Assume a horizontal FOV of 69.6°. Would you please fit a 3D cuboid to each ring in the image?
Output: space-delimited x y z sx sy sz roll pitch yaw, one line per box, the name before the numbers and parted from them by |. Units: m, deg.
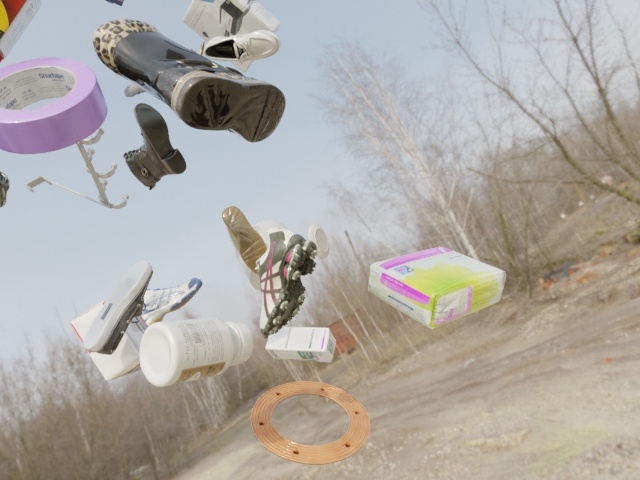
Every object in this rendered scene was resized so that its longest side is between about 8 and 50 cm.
ring | -0.028 0.506 1.289 0.335 0.032 0.337 4 18 -1

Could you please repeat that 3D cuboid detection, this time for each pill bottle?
pill bottle | -0.266 0.239 1.022 0.131 0.131 0.229 -35 -23 30

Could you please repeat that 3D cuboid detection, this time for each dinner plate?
dinner plate | 0.000 0.000 1.735 0.017 0.141 0.141 -20 -7 27

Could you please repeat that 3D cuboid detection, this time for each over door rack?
over door rack | -0.697 -0.228 1.266 0.240 0.323 0.108 89 -161 -45

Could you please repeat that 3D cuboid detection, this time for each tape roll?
tape roll | -0.204 0.064 1.864 0.245 0.169 0.246 -19 -45 -20
tape roll | -0.662 -0.326 1.094 0.274 0.275 0.090 -24 -35 -21

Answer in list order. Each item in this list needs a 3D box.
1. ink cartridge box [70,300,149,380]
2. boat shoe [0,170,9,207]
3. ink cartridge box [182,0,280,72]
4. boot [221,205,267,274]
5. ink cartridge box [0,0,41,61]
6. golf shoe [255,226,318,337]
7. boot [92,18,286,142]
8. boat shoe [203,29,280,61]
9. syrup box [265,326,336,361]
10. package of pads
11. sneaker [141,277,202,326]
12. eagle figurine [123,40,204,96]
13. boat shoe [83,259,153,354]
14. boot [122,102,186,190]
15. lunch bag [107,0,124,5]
ink cartridge box | -0.525 0.260 1.216 0.100 0.172 0.237 -35 -6 -10
boat shoe | -1.161 -0.204 1.608 0.335 0.121 0.119 -37 10 44
ink cartridge box | -0.348 -0.862 1.820 0.223 0.307 0.129 -42 19 35
boot | -0.259 0.021 1.648 0.095 0.262 0.203 -32 -12 -13
ink cartridge box | -0.949 -0.630 1.184 0.130 0.309 0.272 2 65 63
golf shoe | -0.095 0.098 1.067 0.105 0.120 0.273 -14 -49 -54
boot | -0.260 -0.337 0.989 0.138 0.284 0.377 -62 -16 21
boat shoe | -0.273 -0.666 1.588 0.267 0.088 0.096 4 -51 7
syrup box | -0.070 0.382 1.698 0.236 0.097 0.093 -2 -38 21
package of pads | 0.308 0.110 1.199 0.296 0.101 0.229 -12 25 -35
sneaker | -0.576 0.210 1.680 0.296 0.131 0.112 -37 -6 -21
eagle figurine | -0.599 -0.639 1.710 0.297 0.227 0.225 10 -33 -4
boat shoe | -0.443 0.157 1.053 0.076 0.080 0.229 43 -114 -45
boot | -0.571 -0.291 1.489 0.228 0.263 0.091 -7 28 37
lunch bag | -0.562 -0.672 1.224 0.065 0.067 0.098 -48 -20 21
